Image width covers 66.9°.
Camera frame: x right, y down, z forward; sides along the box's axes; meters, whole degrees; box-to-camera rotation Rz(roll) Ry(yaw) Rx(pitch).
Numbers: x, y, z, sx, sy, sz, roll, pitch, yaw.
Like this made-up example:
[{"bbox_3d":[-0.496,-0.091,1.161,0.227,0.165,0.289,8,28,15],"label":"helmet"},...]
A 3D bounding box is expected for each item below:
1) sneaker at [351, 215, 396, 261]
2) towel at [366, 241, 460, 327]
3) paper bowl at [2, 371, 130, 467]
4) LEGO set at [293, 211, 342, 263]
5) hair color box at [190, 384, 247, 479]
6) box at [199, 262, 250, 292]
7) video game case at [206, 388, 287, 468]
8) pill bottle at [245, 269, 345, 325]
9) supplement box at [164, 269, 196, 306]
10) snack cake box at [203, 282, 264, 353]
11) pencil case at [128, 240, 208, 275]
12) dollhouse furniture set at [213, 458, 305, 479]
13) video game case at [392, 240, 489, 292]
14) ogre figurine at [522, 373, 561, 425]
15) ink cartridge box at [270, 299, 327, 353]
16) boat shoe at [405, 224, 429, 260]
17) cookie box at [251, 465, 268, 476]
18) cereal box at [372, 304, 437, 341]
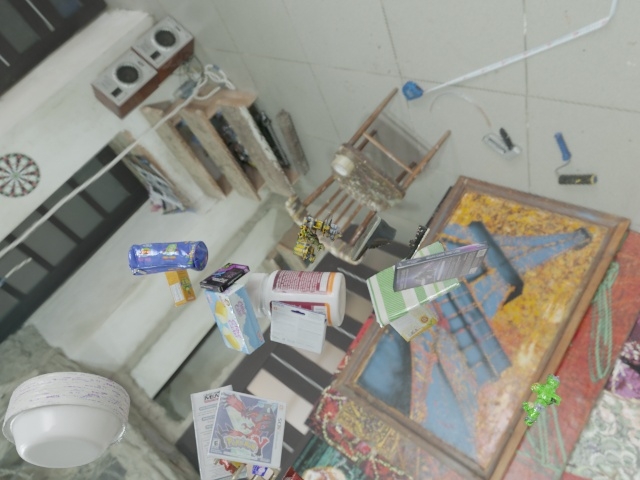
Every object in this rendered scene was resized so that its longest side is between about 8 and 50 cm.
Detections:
[{"bbox_3d":[0.230,0.017,2.074,0.118,0.222,0.083,31,-169,-15],"label":"sneaker"},{"bbox_3d":[0.330,0.158,1.778,0.038,0.324,0.248,47,-159,-35],"label":"towel"},{"bbox_3d":[-0.640,0.468,1.226,0.148,0.284,0.284,-104,-13,-45],"label":"paper bowl"},{"bbox_3d":[0.000,0.000,2.411,0.192,0.255,0.331,17,172,6],"label":"LEGO set"},{"bbox_3d":[-0.440,0.836,2.085,0.114,0.185,0.374,98,158,-51],"label":"hair color box"},{"bbox_3d":[-0.366,0.139,1.850,0.116,0.162,0.029,6,122,36],"label":"box"},{"bbox_3d":[-0.200,0.525,1.356,0.201,0.183,0.023,16,138,-13],"label":"video game case"},{"bbox_3d":[-0.101,0.237,2.027,0.392,0.224,0.224,2,151,11],"label":"pill bottle"},{"bbox_3d":[-0.652,0.179,2.222,0.080,0.078,0.233,-20,87,26],"label":"supplement box"},{"bbox_3d":[-0.329,0.294,1.865,0.152,0.089,0.264,5,119,43],"label":"snack cake box"},{"bbox_3d":[-0.592,0.069,1.866,0.306,0.133,0.119,-4,132,10],"label":"pencil case"},{"bbox_3d":[-0.198,0.848,1.755,0.374,0.152,0.201,40,160,3],"label":"dollhouse furniture set"},{"bbox_3d":[0.357,0.084,1.466,0.196,0.274,0.026,78,179,-63],"label":"video game case"},{"bbox_3d":[0.762,0.529,1.648,0.097,0.197,0.118,53,166,30],"label":"ogre figurine"},{"bbox_3d":[-0.086,0.331,1.910,0.223,0.045,0.224,14,126,10],"label":"ink cartridge box"},{"bbox_3d":[0.314,0.011,1.606,0.042,0.133,0.049,27,-169,9],"label":"boat shoe"},{"bbox_3d":[-0.165,0.620,1.429,0.040,0.107,0.092,18,125,-8],"label":"cookie box"},{"bbox_3d":[0.370,0.312,2.117,0.240,0.173,0.047,47,-156,-11],"label":"cereal box"}]
